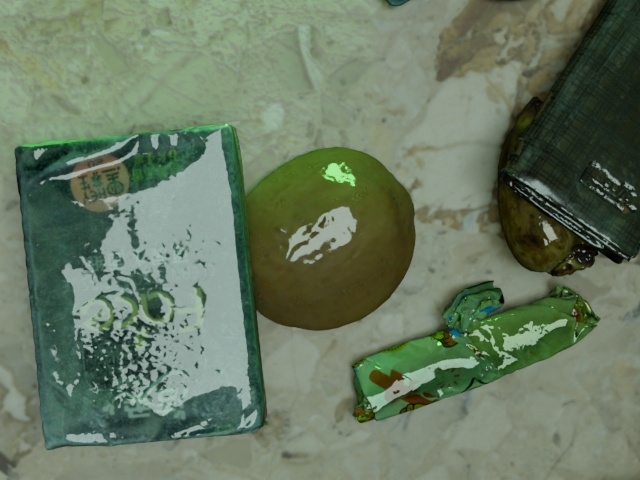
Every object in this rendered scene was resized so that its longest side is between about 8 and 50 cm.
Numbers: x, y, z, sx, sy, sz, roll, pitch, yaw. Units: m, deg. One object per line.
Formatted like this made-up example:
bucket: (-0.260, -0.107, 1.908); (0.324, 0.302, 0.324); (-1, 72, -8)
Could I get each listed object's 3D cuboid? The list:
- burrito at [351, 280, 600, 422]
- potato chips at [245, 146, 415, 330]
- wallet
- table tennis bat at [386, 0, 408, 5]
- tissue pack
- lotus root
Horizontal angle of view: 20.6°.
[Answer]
burrito: (0.157, 0.106, 1.877); (0.288, 0.054, 0.104); (-19, 93, -5)
potato chips: (0.001, 0.000, 1.847); (0.208, 0.062, 0.195); (0, 94, -9)
wallet: (0.329, -0.144, 1.846); (0.169, 0.044, 0.317); (36, 69, -5)
table tennis bat: (0.171, -0.312, 1.869); (0.237, 0.038, 0.149); (-27, 97, -10)
tissue pack: (-0.181, 0.046, 1.796); (0.227, 0.103, 0.316); (-6, 92, 2)
lotus root: (0.235, -0.054, 1.864); (0.108, 0.094, 0.191); (-9, 80, -48)
